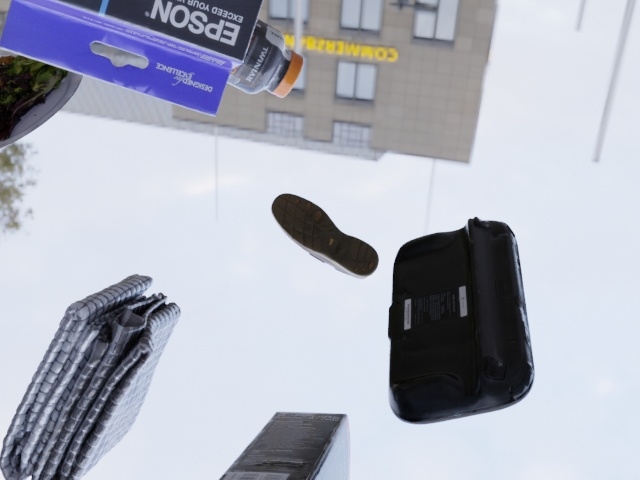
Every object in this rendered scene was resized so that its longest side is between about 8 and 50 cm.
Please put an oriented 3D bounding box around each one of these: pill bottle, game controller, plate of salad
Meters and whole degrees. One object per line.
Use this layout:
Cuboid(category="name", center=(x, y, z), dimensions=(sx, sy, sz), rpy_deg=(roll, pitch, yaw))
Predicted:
Cuboid(category="pill bottle", center=(-0.154, -0.353, 1.736), dimensions=(0.245, 0.130, 0.130), rpy_deg=(25, -151, -20))
Cuboid(category="game controller", center=(0.161, 0.087, 1.137), dimensions=(0.166, 0.067, 0.319), rpy_deg=(-22, -149, 21))
Cuboid(category="plate of salad", center=(-0.342, -0.149, 0.983), dimensions=(0.199, 0.048, 0.200), rpy_deg=(-12, -140, 10))

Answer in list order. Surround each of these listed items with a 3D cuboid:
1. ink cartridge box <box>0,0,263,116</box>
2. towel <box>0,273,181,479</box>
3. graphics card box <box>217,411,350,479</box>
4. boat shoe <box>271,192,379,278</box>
Cuboid(category="ink cartridge box", center=(-0.151, -0.230, 0.823), dimensions=(0.206, 0.208, 0.045), rpy_deg=(15, -167, -19))
Cuboid(category="towel", center=(-0.307, 0.202, 1.335), dimensions=(0.121, 0.284, 0.235), rpy_deg=(30, -169, 5))
Cuboid(category="graphics card box", center=(-0.038, 0.316, 0.896), dimensions=(0.094, 0.233, 0.371), rpy_deg=(2, -176, 8))
Cuboid(category="boat shoe", center=(0.001, 0.000, 1.380), dimensions=(0.178, 0.060, 0.064), rpy_deg=(35, -110, -1))
